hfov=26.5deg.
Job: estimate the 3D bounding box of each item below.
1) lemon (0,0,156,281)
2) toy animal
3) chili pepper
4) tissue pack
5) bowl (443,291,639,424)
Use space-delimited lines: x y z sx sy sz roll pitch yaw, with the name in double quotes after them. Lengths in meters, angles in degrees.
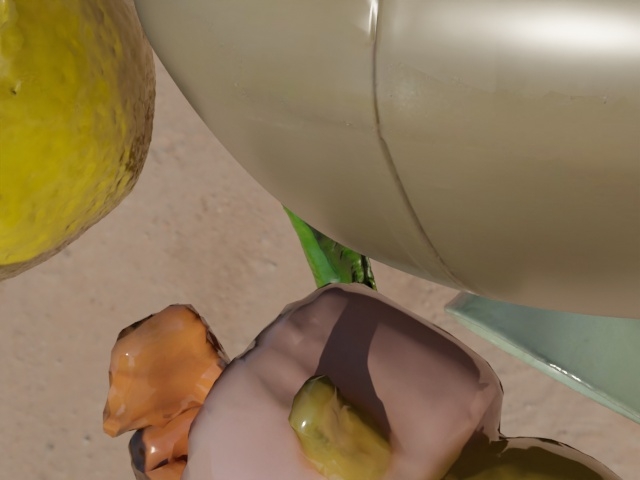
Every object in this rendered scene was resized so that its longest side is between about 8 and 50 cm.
-0.206 -0.086 0.765 0.228 0.253 0.228 0 95 4 "lemon"
0.045 0.132 0.619 0.169 0.195 0.281 -40 63 -18 "toy animal"
0.000 0.000 1.211 0.076 0.359 0.085 -21 28 6 "chili pepper"
0.086 -0.111 0.531 0.277 0.387 0.267 8 84 18 "tissue pack"
0.297 0.089 1.511 0.289 0.289 0.146 29 88 43 "bowl"
